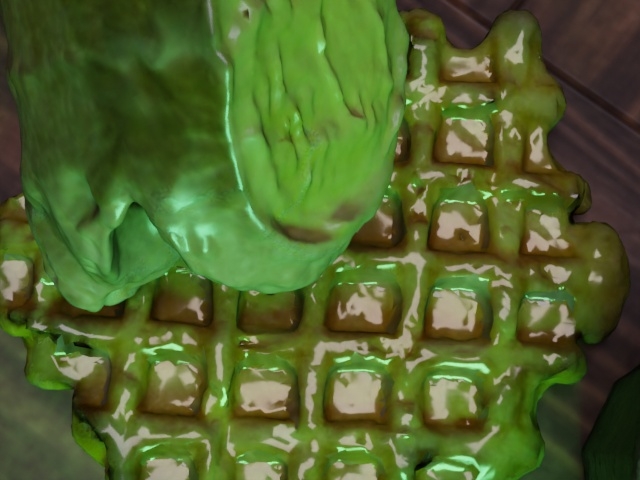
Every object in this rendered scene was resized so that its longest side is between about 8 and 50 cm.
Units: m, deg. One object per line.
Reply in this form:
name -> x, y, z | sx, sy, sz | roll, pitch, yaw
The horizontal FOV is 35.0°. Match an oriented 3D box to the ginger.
ginger -> -0.078, -0.103, 0.411 | 0.221, 0.130, 0.276 | 15, 107, 26

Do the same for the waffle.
waffle -> -0.009, 0.004, 0.493 | 0.300, 0.058, 0.282 | -20, 79, -5

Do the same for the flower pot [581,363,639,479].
flower pot -> 0.199, 0.107, 0.395 | 0.212, 0.202, 0.212 | 0, 77, 0
